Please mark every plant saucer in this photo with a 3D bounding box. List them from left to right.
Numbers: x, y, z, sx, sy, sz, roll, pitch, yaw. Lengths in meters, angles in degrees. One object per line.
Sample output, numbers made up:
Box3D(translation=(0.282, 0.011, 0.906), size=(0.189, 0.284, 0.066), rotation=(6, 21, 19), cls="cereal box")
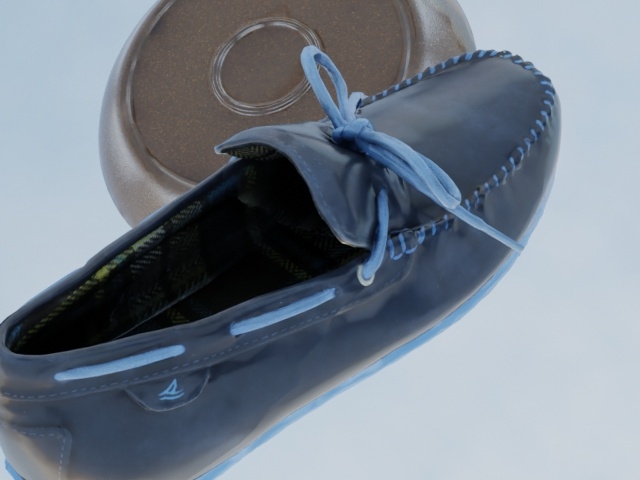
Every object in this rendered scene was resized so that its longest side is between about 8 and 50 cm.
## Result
Box3D(translation=(-0.036, -0.122, 1.016), size=(0.310, 0.050, 0.311), rotation=(-8, -120, 14), cls="plant saucer")

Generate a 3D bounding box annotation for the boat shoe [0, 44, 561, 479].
Box3D(translation=(0.000, 0.000, 0.473), size=(0.258, 0.109, 0.089), rotation=(-43, -38, -29), cls="boat shoe")
